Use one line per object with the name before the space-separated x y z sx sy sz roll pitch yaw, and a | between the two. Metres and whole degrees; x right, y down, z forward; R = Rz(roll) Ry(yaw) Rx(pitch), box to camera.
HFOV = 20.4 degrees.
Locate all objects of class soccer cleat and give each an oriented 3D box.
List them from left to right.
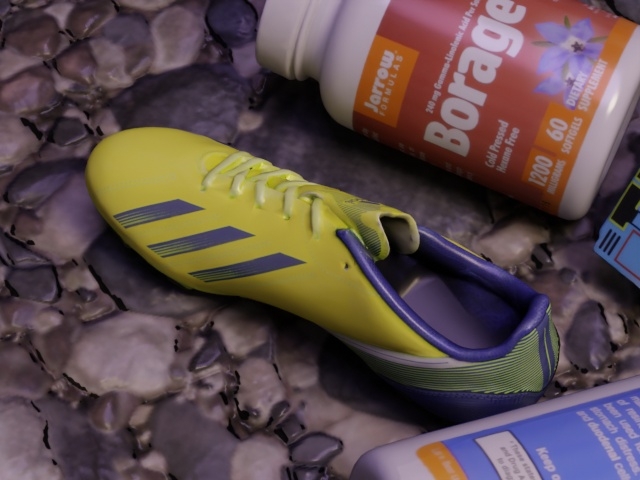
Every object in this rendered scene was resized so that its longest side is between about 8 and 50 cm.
soccer cleat | 0.001 -0.001 0.961 0.289 0.121 0.093 29 58 14

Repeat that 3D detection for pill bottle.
pill bottle | 0.077 -0.105 1.043 0.216 0.121 0.121 23 56 10
pill bottle | 0.162 0.141 0.862 0.272 0.152 0.152 -13 58 -14

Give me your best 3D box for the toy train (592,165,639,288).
toy train | 0.236 -0.035 0.982 0.105 0.184 0.080 39 29 19
